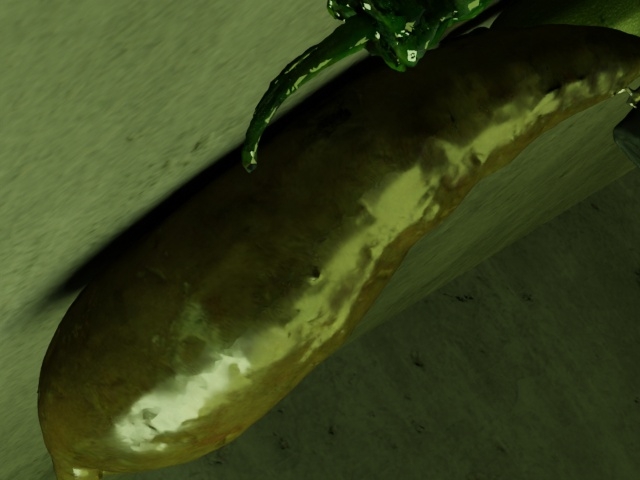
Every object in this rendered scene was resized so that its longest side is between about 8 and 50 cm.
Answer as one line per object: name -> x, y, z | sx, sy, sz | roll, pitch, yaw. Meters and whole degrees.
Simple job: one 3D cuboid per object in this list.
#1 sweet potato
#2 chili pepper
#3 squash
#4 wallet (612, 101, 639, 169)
sweet potato -> -0.001, -0.005, 1.094 | 0.423, 0.130, 0.130 | -39, 172, 5
chili pepper -> 0.073, -0.130, 0.819 | 0.279, 0.065, 0.122 | -33, 170, -39
squash -> 0.185, -0.149, 1.173 | 0.252, 0.066, 0.066 | -32, 172, -16
wallet -> 0.380, -0.154, 1.237 | 0.406, 0.062, 0.228 | -49, 131, 2
